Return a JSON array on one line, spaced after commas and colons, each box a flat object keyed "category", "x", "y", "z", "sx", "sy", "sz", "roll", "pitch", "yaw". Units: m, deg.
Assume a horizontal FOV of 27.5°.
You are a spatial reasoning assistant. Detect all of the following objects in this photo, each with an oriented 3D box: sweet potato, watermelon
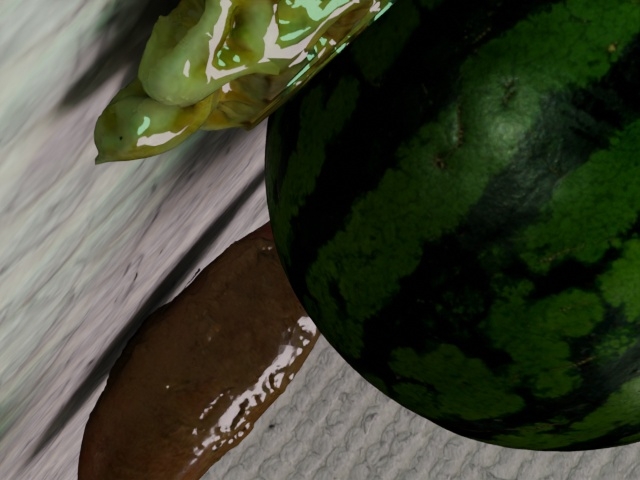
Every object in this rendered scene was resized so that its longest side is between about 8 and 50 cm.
[{"category": "sweet potato", "x": -0.040, "y": 0.034, "z": 0.872, "sx": 0.385, "sy": 0.109, "sz": 0.109, "roll": -55, "pitch": 177, "yaw": -14}, {"category": "watermelon", "x": 0.114, "y": -0.036, "z": 0.642, "sx": 0.285, "sy": 0.285, "sz": 0.285, "roll": -52, "pitch": 176, "yaw": -5}]

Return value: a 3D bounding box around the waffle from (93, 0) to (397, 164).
[{"category": "waffle", "x": 0.020, "y": -0.118, "z": 0.453, "sx": 0.204, "sy": 0.054, "sz": 0.223, "roll": -53, "pitch": 179, "yaw": 24}]
